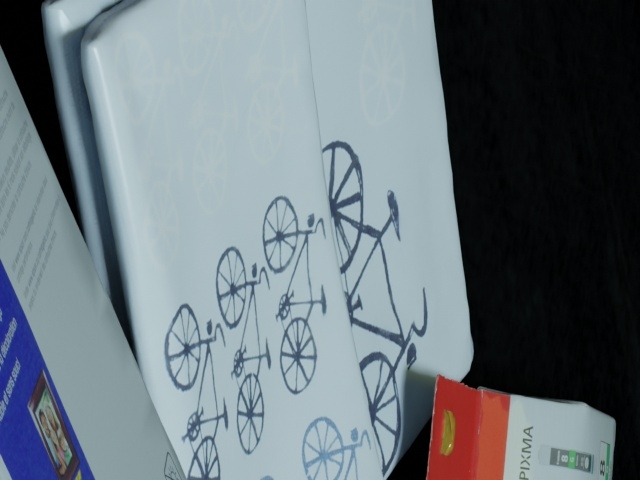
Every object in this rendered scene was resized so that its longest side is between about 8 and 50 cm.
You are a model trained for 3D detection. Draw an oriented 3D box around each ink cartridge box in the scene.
[{"bbox_3d":[-0.118,0.018,0.614,0.165,0.065,0.333,-84,157,-65],"label":"ink cartridge box"},{"bbox_3d":[0.104,0.169,1.039,0.224,0.056,0.181,30,65,-70],"label":"ink cartridge box"}]

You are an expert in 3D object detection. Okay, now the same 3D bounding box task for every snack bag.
[{"bbox_3d":[0.000,0.000,0.871,0.342,0.037,0.323,-45,132,-56],"label":"snack bag"}]
